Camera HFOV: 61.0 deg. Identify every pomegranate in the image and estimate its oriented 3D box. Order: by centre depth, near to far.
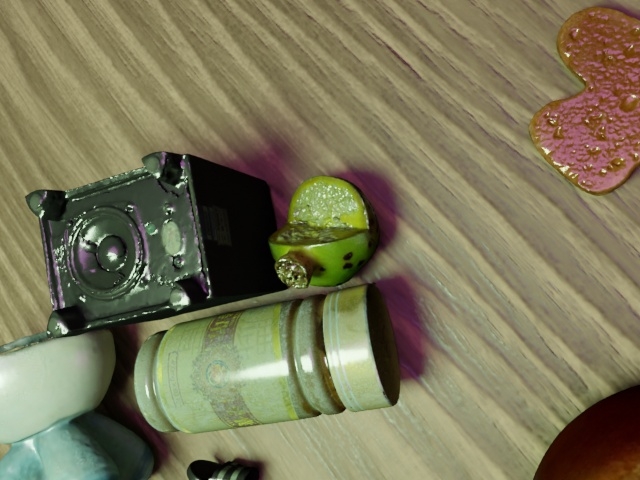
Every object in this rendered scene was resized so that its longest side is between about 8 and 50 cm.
[{"bbox_3d":[0.005,0.007,0.709,0.143,0.122,0.169,-3,50,23],"label":"pomegranate"}]

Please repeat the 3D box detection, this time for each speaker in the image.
[{"bbox_3d":[-0.205,0.009,0.715,0.232,0.254,0.184,-14,83,17],"label":"speaker"}]

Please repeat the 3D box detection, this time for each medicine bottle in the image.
[{"bbox_3d":[-0.070,0.161,0.710,0.322,0.151,0.152,-14,82,17],"label":"medicine bottle"}]

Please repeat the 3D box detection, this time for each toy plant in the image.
[{"bbox_3d":[-0.371,0.304,0.773,0.247,0.247,0.333,-22,83,16],"label":"toy plant"}]

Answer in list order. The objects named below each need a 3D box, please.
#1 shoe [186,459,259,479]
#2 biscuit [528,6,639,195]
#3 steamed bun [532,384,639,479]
[{"bbox_3d":[-0.097,0.341,0.752,0.179,0.071,0.049,27,94,12],"label":"shoe"},{"bbox_3d":[0.336,-0.172,0.660,0.186,0.036,0.192,45,101,19],"label":"biscuit"},{"bbox_3d":[0.392,0.257,0.504,0.378,0.235,0.249,-5,85,17],"label":"steamed bun"}]
